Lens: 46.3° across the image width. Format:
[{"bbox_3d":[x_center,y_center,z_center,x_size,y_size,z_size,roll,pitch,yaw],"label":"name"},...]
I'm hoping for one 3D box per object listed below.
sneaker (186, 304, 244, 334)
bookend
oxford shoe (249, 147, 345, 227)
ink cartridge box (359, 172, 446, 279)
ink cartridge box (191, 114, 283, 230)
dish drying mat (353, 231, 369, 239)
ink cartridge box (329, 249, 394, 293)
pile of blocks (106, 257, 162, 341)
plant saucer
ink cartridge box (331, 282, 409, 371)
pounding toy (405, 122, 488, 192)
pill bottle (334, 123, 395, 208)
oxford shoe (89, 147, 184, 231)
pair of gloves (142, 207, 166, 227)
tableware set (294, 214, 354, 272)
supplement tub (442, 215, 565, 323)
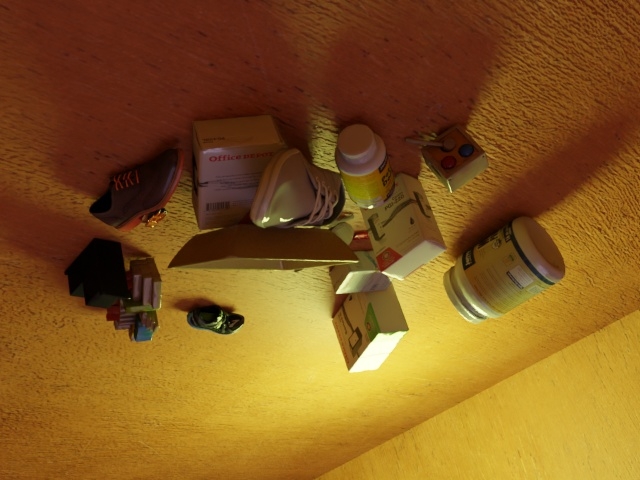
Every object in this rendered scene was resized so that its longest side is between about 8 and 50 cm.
[{"bbox_3d":[-0.300,0.232,2.202,0.188,0.067,0.078,13,144,-38],"label":"sneaker"},{"bbox_3d":[-0.533,0.104,1.779,0.072,0.157,0.156,14,136,-42],"label":"bookend"},{"bbox_3d":[-0.034,-0.095,1.572,0.169,0.130,0.449,-66,169,7],"label":"oxford shoe"},{"bbox_3d":[0.204,-0.037,1.887,0.092,0.218,0.158,21,132,-40],"label":"ink cartridge box"},{"bbox_3d":[-0.182,-0.143,1.594,0.172,0.100,0.237,-8,141,-17],"label":"ink cartridge box"},{"bbox_3d":[0.132,-0.014,2.093,0.083,0.008,0.032,-5,146,-22],"label":"dish drying mat"},{"bbox_3d":[0.131,0.090,2.198,0.175,0.072,0.127,-2,146,-26],"label":"ink cartridge box"},{"bbox_3d":[-0.493,0.187,1.943,0.112,0.149,0.362,-5,148,-23],"label":"pile of blocks"},{"bbox_3d":[-0.135,0.019,1.712,0.332,0.081,0.332,3,174,-34],"label":"plant saucer"},{"bbox_3d":[0.152,0.269,2.377,0.114,0.198,0.273,-3,146,-24],"label":"ink cartridge box"},{"bbox_3d":[0.298,-0.206,1.770,0.130,0.141,0.100,-35,149,0],"label":"pounding toy"},{"bbox_3d":[0.100,-0.171,1.711,0.117,0.117,0.215,-21,150,4],"label":"pill bottle"},{"bbox_3d":[-0.386,-0.109,1.576,0.098,0.097,0.271,21,132,-40],"label":"oxford shoe"},{"bbox_3d":[-0.402,-0.057,1.731,0.083,0.010,0.074,17,135,-43],"label":"pair of gloves"},{"bbox_3d":[0.000,0.000,1.987,0.194,0.039,0.128,-17,127,-28],"label":"tableware set"},{"bbox_3d":[0.554,0.096,2.282,0.316,0.228,0.228,-38,145,29],"label":"supplement tub"}]
